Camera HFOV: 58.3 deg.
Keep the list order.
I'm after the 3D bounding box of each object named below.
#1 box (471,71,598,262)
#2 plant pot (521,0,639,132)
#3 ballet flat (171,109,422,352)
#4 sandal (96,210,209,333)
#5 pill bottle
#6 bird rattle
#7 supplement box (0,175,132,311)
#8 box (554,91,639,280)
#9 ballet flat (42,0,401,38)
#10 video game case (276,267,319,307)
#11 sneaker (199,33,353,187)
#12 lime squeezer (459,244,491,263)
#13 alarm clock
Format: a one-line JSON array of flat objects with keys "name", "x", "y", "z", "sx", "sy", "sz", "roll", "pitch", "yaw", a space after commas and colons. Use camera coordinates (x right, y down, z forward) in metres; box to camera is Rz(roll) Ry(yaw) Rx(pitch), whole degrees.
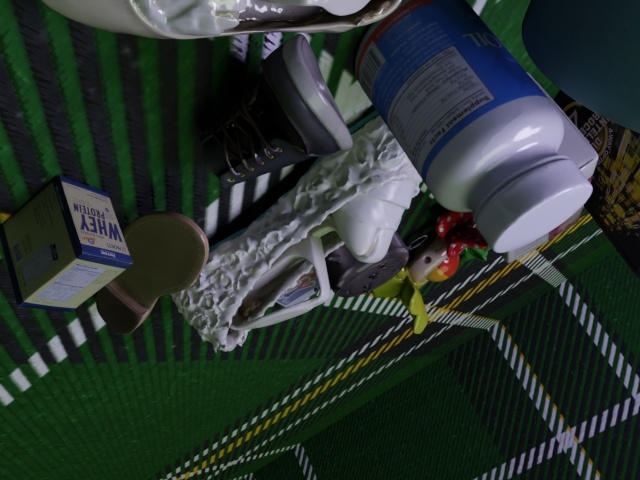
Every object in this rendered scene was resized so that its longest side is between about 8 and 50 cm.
[{"name": "box", "x": 0.266, "y": -0.086, "z": 0.781, "sx": 0.126, "sy": 0.149, "sz": 0.232, "roll": -32, "pitch": 157, "yaw": 7}, {"name": "plant pot", "x": 0.320, "y": -0.236, "z": 0.396, "sx": 0.292, "sy": 0.293, "sz": 0.235, "roll": -20, "pitch": 141, "yaw": -19}, {"name": "ballet flat", "x": 0.000, "y": 0.000, "z": 0.687, "sx": 0.408, "sy": 0.147, "sz": 0.147, "roll": -37, "pitch": 155, "yaw": 16}, {"name": "sandal", "x": -0.175, "y": 0.021, "z": 0.639, "sx": 0.240, "sy": 0.088, "sz": 0.079, "roll": -41, "pitch": -175, "yaw": 42}, {"name": "pill bottle", "x": 0.131, "y": -0.104, "z": 0.507, "sx": 0.124, "sy": 0.222, "sz": 0.124, "roll": -24, "pitch": 156, "yaw": -11}, {"name": "bird rattle", "x": 0.200, "y": 0.023, "z": 1.015, "sx": 0.254, "sy": 0.143, "sz": 0.207, "roll": -53, "pitch": 166, "yaw": 13}, {"name": "supplement box", "x": -0.226, "y": 0.005, "z": 0.508, "sx": 0.083, "sy": 0.083, "sz": 0.056, "roll": -35, "pitch": 156, "yaw": 16}, {"name": "box", "x": 0.457, "y": -0.147, "z": 0.657, "sx": 0.097, "sy": 0.318, "sz": 0.395, "roll": -16, "pitch": 154, "yaw": -25}, {"name": "ballet flat", "x": -0.045, "y": -0.165, "z": 0.360, "sx": 0.248, "sy": 0.086, "sz": 0.086, "roll": -15, "pitch": 153, "yaw": -33}, {"name": "video game case", "x": -0.010, "y": 0.035, "z": 0.878, "sx": 0.183, "sy": 0.023, "sz": 0.201, "roll": -32, "pitch": 156, "yaw": 6}, {"name": "sneaker", "x": -0.044, "y": -0.084, "z": 0.457, "sx": 0.118, "sy": 0.083, "sz": 0.222, "roll": -25, "pitch": -179, "yaw": 1}, {"name": "lime squeezer", "x": 0.311, "y": -0.013, "z": 1.089, "sx": 0.058, "sy": 0.110, "sz": 0.310, "roll": 24, "pitch": 141, "yaw": -3}, {"name": "alarm clock", "x": 0.087, "y": 0.029, "z": 0.874, "sx": 0.191, "sy": 0.064, "sz": 0.129, "roll": -22, "pitch": 156, "yaw": -23}]
